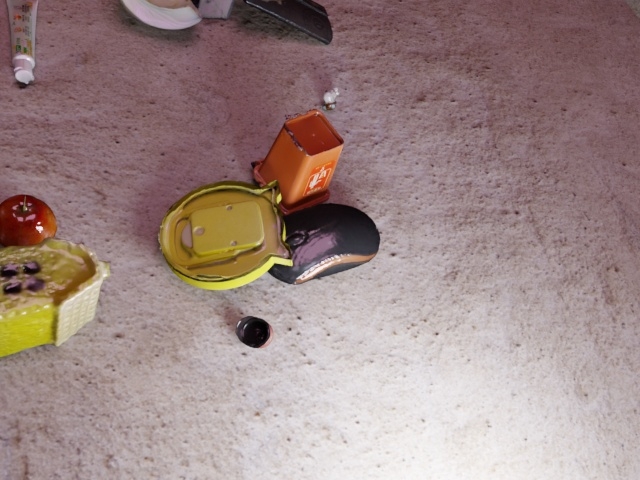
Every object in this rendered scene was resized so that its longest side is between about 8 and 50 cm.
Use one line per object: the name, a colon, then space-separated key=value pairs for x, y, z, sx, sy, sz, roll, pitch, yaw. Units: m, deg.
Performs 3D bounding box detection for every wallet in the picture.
wallet: x=-0.102 y=-0.710 z=1.956 sx=0.321 sy=0.044 sz=0.170 roll=15 pitch=50 yaw=-36

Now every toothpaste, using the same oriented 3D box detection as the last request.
toothpaste: x=-0.751 y=-0.521 z=1.642 sx=0.056 sy=0.058 sz=0.314 roll=-26 pitch=57 yaw=15

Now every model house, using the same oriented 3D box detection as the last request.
model house: x=-0.518 y=0.110 z=1.221 sx=0.234 sy=0.193 sz=0.175 roll=-5 pitch=59 yaw=-27

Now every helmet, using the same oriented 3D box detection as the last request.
helmet: x=-0.134 y=0.198 z=1.393 sx=0.084 sy=0.049 sz=0.065 roll=22 pitch=82 yaw=27

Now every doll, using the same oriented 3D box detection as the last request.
doll: x=0.030 y=-0.405 z=1.867 sx=0.040 sy=0.058 sz=0.085 roll=-4 pitch=17 yaw=19

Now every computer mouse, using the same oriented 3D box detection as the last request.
computer mouse: x=0.002 y=-0.003 z=1.541 sx=0.323 sy=0.116 sz=0.183 roll=-16 pitch=60 yaw=-28

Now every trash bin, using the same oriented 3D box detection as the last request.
trash bin: x=-0.055 y=-0.196 z=1.567 sx=0.161 sy=0.239 sz=0.184 roll=-26 pitch=68 yaw=-32

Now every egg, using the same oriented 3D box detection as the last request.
egg: x=-0.465 y=-0.673 z=1.785 sx=0.271 sy=0.162 sz=0.206 roll=52 pitch=8 yaw=-18

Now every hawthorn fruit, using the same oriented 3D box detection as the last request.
hawthorn fruit: x=-0.608 y=-0.034 z=1.328 sx=0.125 sy=0.140 sz=0.125 roll=0 pitch=87 yaw=-3

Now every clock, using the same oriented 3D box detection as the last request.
clock: x=-0.212 y=-0.010 z=1.463 sx=0.293 sy=0.071 sz=0.277 roll=-4 pitch=54 yaw=0

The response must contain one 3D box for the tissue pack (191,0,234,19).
tissue pack: x=-0.329 y=-0.887 z=1.897 sx=0.124 sy=0.288 sz=0.394 roll=-7 pitch=61 yaw=-21
